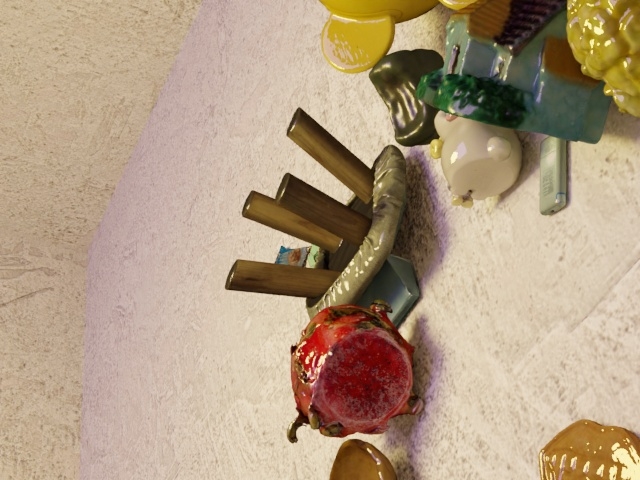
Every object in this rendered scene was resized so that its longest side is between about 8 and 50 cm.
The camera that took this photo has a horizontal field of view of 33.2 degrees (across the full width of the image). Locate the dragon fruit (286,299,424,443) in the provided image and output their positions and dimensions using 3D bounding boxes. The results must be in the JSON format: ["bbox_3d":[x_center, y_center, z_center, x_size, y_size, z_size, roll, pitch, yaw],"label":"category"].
[{"bbox_3d":[0.058,0.229,1.750,0.282,0.211,0.147,-56,29,-10],"label":"dragon fruit"}]

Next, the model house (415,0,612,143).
[{"bbox_3d":[0.282,-0.283,1.467,0.280,0.230,0.249,-121,42,-74],"label":"model house"}]

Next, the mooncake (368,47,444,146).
[{"bbox_3d":[0.165,-0.252,1.871,0.168,0.175,0.104,-57,13,-30],"label":"mooncake"}]

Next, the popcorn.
[{"bbox_3d":[0.409,-0.252,1.270,0.259,0.259,0.212,-119,34,-59],"label":"popcorn"}]

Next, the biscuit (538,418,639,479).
[{"bbox_3d":[0.334,0.292,1.311,0.220,0.029,0.142,5,81,66],"label":"biscuit"}]

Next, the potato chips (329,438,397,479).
[{"bbox_3d":[0.081,0.422,1.741,0.195,0.062,0.208,-5,92,60],"label":"potato chips"}]

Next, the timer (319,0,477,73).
[{"bbox_3d":[0.126,-0.524,1.954,0.376,0.376,0.387,-44,62,50],"label":"timer"}]

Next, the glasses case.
[{"bbox_3d":[0.094,0.148,1.939,0.105,0.056,0.266,57,132,30],"label":"glasses case"}]

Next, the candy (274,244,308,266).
[{"bbox_3d":[-0.071,0.053,2.381,0.136,0.038,0.088,3,65,59],"label":"candy"}]

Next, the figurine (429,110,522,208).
[{"bbox_3d":[0.245,-0.185,1.703,0.155,0.127,0.235,103,170,-54],"label":"figurine"}]

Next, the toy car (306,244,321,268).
[{"bbox_3d":[0.000,0.000,2.249,0.059,0.035,0.122,-137,57,-65],"label":"toy car"}]

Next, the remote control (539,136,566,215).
[{"bbox_3d":[0.338,-0.098,1.562,0.053,0.018,0.124,-37,43,57],"label":"remote control"}]

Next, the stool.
[{"bbox_3d":[-0.008,-0.031,1.935,0.310,0.226,0.310,-84,20,-51],"label":"stool"}]
